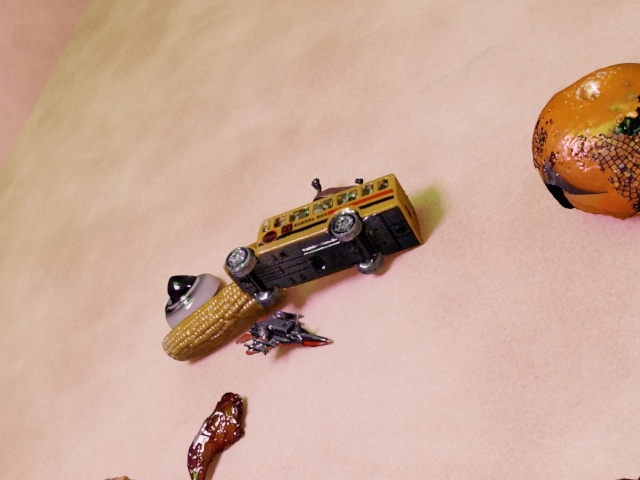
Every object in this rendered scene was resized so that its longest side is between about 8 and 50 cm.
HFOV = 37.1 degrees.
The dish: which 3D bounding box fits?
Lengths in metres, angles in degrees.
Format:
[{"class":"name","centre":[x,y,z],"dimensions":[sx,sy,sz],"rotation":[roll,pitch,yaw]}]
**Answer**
[{"class":"dish","centre":[-0.281,0.105,1.942],"dimensions":[0.141,0.078,0.141],"rotation":[-40,18,16]}]

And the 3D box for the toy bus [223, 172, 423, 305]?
[{"class":"toy bus","centre":[0.000,0.000,1.644],"dimensions":[0.335,0.121,0.123],"rotation":[-19,45,19]}]

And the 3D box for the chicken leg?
[{"class":"chicken leg","centre":[-0.192,0.363,1.681],"dimensions":[0.093,0.053,0.205],"rotation":[19,79,39]}]

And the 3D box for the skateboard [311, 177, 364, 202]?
[{"class":"skateboard","centre":[0.047,-0.073,1.773],"dimensions":[0.151,0.067,0.080],"rotation":[-2,68,44]}]

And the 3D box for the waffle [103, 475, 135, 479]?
[{"class":"waffle","centre":[-0.377,0.564,1.628],"dimensions":[0.213,0.091,0.308],"rotation":[-35,32,64]}]

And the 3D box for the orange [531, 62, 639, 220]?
[{"class":"orange","centre":[0.408,-0.141,1.314],"dimensions":[0.234,0.182,0.234],"rotation":[-34,27,19]}]

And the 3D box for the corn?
[{"class":"corn","centre":[-0.179,0.138,1.819],"dimensions":[0.320,0.097,0.097],"rotation":[-36,38,26]}]

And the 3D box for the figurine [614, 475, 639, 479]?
[{"class":"figurine","centre":[0.436,0.222,0.934],"dimensions":[0.365,0.206,0.218],"rotation":[-25,29,37]}]

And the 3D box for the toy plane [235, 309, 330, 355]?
[{"class":"toy plane","centre":[-0.060,0.163,1.684],"dimensions":[0.189,0.061,0.130],"rotation":[-6,26,43]}]
